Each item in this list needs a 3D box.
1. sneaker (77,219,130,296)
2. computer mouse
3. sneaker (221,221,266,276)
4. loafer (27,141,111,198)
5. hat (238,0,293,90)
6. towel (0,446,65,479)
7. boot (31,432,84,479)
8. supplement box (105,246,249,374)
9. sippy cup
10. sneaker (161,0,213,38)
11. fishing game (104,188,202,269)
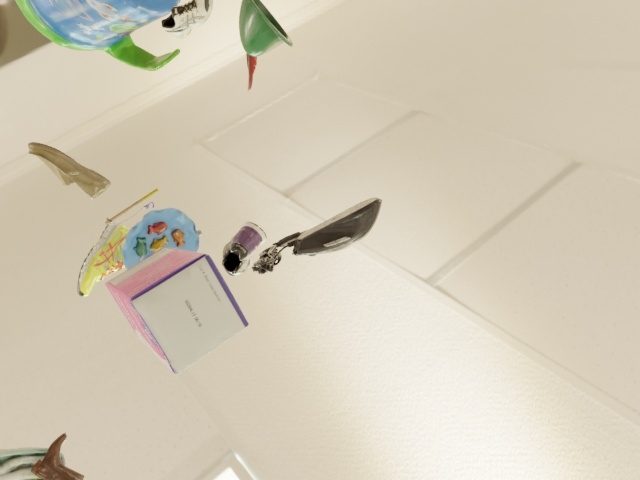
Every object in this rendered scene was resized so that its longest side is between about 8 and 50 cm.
[{"bbox_3d":[-0.496,0.048,1.338,0.081,0.094,0.208,-42,-157,55],"label":"sneaker"},{"bbox_3d":[0.000,0.000,1.064,0.262,0.060,0.184,-28,-173,0],"label":"computer mouse"},{"bbox_3d":[-0.265,0.054,1.720,0.107,0.283,0.124,36,-124,0],"label":"sneaker"},{"bbox_3d":[-0.443,-0.121,0.994,0.050,0.148,0.056,-62,-156,-7],"label":"loafer"},{"bbox_3d":[-0.184,-0.471,1.365,0.183,0.208,0.173,-37,-153,16],"label":"hat"},{"bbox_3d":[-0.832,0.527,1.317,0.320,0.374,0.090,-19,-115,46],"label":"towel"},{"bbox_3d":[-0.570,0.507,1.280,0.114,0.037,0.106,31,-119,4],"label":"boot"},{"bbox_3d":[-0.206,0.085,0.783,0.114,0.111,0.220,-33,-164,-22],"label":"supplement box"},{"bbox_3d":[-0.347,-0.441,0.933,0.224,0.305,0.240,8,-95,36],"label":"sippy cup"},{"bbox_3d":[-0.177,-0.300,0.753,0.083,0.037,0.032,-30,-113,32],"label":"sneaker"},{"bbox_3d":[-0.356,0.018,1.300,0.189,0.264,0.041,-34,-146,-24],"label":"fishing game"}]
